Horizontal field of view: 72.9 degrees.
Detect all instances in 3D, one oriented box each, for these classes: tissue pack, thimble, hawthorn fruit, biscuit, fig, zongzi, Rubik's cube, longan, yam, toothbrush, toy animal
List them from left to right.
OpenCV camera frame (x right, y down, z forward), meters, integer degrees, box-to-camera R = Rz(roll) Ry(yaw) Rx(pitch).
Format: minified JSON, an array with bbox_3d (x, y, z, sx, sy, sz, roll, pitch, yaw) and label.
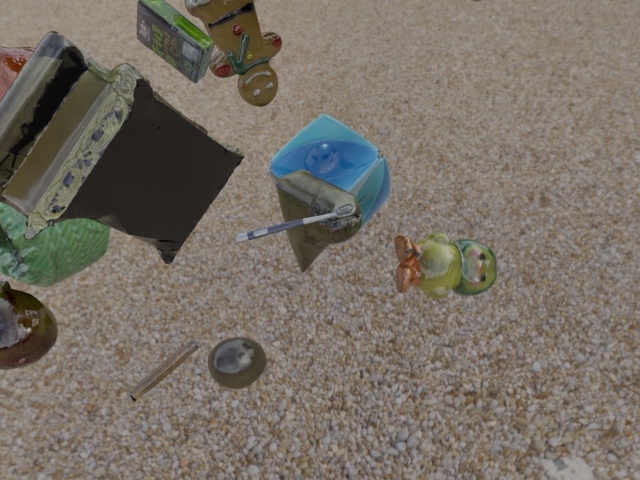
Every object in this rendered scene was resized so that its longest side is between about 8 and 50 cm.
[{"bbox_3d":[-0.467,0.118,0.658,0.109,0.103,0.154,-23,61,-14],"label":"fig"},{"bbox_3d":[-0.573,-0.283,0.844,0.189,0.189,0.189,-6,46,6],"label":"hawthorn fruit"},{"bbox_3d":[-0.477,-0.028,0.733,0.219,0.219,0.150,22,41,28],"label":"thimble"},{"bbox_3d":[-0.526,0.435,1.456,0.264,0.046,0.046,-39,52,-23],"label":"yam"},{"bbox_3d":[-0.451,-0.621,1.339,0.235,0.173,0.073,37,61,-7],"label":"tissue pack"},{"bbox_3d":[-0.309,0.454,1.615,0.220,0.196,0.196,7,45,-13],"label":"longan"},{"bbox_3d":[-0.184,-0.469,1.051,0.197,0.301,0.049,-29,39,-12],"label":"biscuit"},{"bbox_3d":[-0.060,-0.038,0.999,0.288,0.026,0.024,-14,69,5],"label":"toothbrush"},{"bbox_3d":[0.000,0.000,1.284,0.160,0.360,0.323,-15,30,-25],"label":"zongzi"},{"bbox_3d":[0.046,-0.236,1.725,0.352,0.347,0.351,40,83,24],"label":"Rubik's cube"},{"bbox_3d":[0.399,0.082,1.407,0.338,0.191,0.216,2,88,-9],"label":"toy animal"}]

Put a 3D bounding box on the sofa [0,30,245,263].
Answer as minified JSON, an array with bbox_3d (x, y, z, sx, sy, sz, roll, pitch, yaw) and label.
[{"bbox_3d":[-0.252,-0.106,0.530,0.182,0.258,0.200,38,94,20],"label":"sofa"}]
